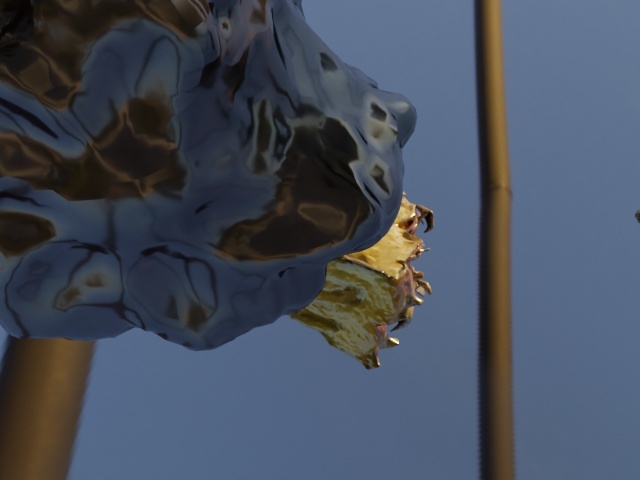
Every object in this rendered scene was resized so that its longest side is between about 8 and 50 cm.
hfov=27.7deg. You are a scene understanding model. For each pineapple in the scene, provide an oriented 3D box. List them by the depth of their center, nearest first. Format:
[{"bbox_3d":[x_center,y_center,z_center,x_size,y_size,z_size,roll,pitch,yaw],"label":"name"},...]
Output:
[{"bbox_3d":[0.000,0.000,1.167,0.186,0.114,0.236,-3,-139,-26],"label":"pineapple"}]

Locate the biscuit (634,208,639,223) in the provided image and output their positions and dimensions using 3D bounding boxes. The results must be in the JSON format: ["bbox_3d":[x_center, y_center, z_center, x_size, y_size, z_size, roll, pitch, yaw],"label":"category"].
[{"bbox_3d":[0.321,-0.041,0.811,0.231,0.025,0.131,-42,-108,13],"label":"biscuit"}]

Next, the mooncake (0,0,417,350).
[{"bbox_3d":[-0.133,-0.086,0.878,0.350,0.381,0.212,-26,-137,28],"label":"mooncake"}]
